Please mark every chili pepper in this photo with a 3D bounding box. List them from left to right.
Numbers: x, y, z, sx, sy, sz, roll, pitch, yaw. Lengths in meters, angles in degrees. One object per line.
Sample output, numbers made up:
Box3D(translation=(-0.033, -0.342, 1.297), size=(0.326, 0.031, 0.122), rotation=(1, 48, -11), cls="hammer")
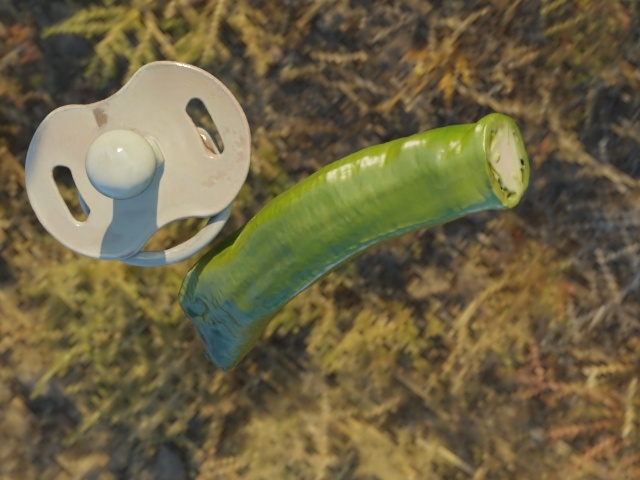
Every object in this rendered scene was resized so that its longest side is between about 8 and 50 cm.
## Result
Box3D(translation=(0.000, 0.000, 0.682), size=(0.202, 0.050, 0.052), rotation=(-31, 70, 36), cls="chili pepper")

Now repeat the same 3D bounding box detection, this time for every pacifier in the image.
Box3D(translation=(-0.076, -0.028, 0.674), size=(0.099, 0.078, 0.081), rotation=(-27, 91, 4), cls="pacifier")
